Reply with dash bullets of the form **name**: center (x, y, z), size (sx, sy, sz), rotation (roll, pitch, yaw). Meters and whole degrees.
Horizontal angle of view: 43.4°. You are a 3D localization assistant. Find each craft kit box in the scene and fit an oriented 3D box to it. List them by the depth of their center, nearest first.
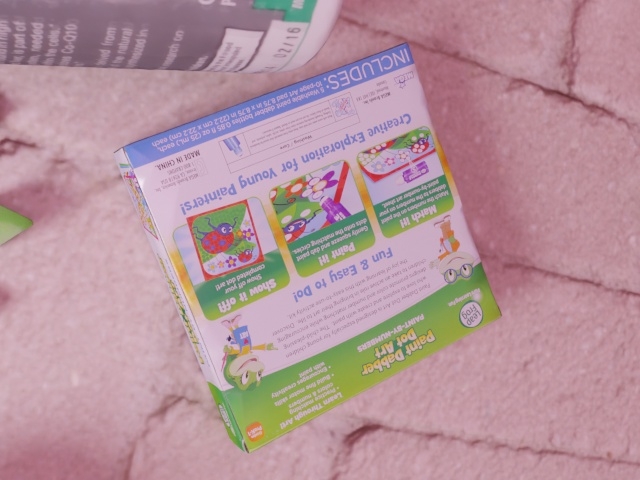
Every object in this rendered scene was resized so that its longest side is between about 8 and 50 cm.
- **craft kit box**: center (0.000, 0.000, 0.642), size (0.250, 0.061, 0.246), rotation (-24, 97, -21)

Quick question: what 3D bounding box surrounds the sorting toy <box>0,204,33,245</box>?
- **sorting toy**: center (-0.343, 0.022, 0.497), size (0.348, 0.047, 0.196), rotation (-38, 105, -18)

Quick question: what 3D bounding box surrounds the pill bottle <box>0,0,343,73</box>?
- **pill bottle**: center (-0.176, -0.207, 0.481), size (0.361, 0.204, 0.204), rotation (-4, 92, -23)
